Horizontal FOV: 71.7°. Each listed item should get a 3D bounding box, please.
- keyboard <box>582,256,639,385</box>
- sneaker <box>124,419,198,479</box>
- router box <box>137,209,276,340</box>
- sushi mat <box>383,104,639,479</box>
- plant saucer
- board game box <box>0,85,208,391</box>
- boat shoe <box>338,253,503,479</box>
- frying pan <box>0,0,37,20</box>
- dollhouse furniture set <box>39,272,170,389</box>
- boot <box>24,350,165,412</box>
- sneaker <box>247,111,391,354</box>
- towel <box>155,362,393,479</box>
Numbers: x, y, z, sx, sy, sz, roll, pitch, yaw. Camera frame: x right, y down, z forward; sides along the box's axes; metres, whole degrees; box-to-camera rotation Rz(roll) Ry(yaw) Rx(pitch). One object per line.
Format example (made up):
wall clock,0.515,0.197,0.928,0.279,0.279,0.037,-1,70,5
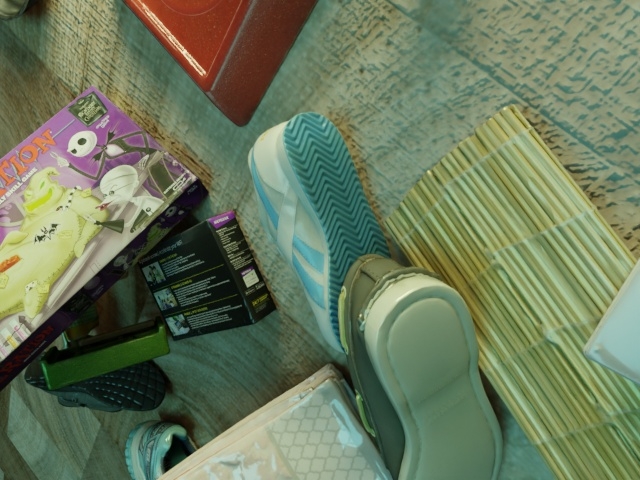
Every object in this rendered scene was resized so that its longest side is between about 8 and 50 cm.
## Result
keyboard,0.243,-0.025,0.239,0.072,0.014,0.256,31,106,28
sneaker,-0.224,0.433,0.735,0.122,0.110,0.283,-23,94,35
router box,-0.153,0.052,0.570,0.179,0.046,0.133,-19,97,39
sushi mat,0.174,0.071,0.324,0.316,0.019,0.151,59,140,13
plant saucer,-0.112,-0.283,0.407,0.258,0.048,0.259,49,129,9
board game box,-0.328,-0.006,0.515,0.208,0.347,0.056,39,167,19
boat shoe,0.090,0.149,0.405,0.091,0.109,0.305,42,152,59
frying pan,-0.453,-0.360,0.613,0.197,0.053,0.326,54,131,5
dollhouse furniture set,-0.352,0.080,0.706,0.301,0.151,0.197,-2,103,67
boot,-0.376,0.266,0.792,0.247,0.083,0.161,9,144,7
sneaker,0.000,0.000,0.427,0.092,0.087,0.228,-5,105,53
towel,-0.024,0.357,0.477,0.317,0.053,0.331,-34,86,-3
